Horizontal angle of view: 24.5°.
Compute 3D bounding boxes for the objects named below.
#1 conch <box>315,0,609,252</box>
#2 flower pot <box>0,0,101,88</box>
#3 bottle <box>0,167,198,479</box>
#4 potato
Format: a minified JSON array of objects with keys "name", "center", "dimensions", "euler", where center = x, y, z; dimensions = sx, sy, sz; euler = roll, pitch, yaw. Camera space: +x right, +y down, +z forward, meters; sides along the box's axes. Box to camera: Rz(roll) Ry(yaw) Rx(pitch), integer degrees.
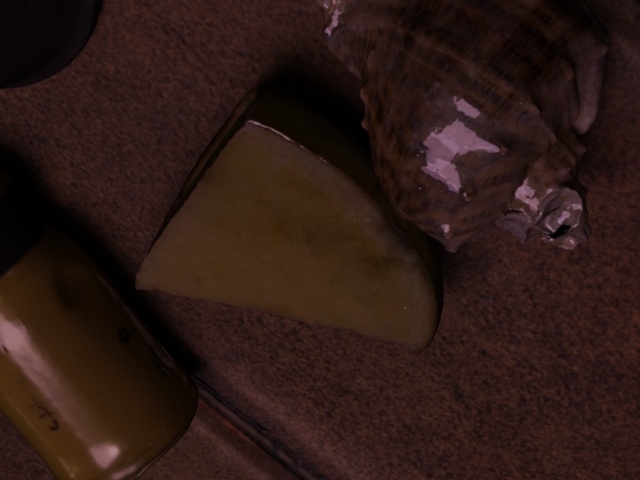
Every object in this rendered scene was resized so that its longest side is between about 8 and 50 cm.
[{"name":"conch","center":[0.113,-0.103,1.163],"dimensions":[0.291,0.159,0.210],"euler":[39,131,-9]},{"name":"flower pot","center":[-0.338,-0.209,1.253],"dimensions":[0.269,0.166,0.269],"euler":[10,131,12]},{"name":"bottle","center":[-0.282,0.073,1.451],"dimensions":[0.171,0.171,0.351],"euler":[-21,114,33]},{"name":"potato","center":[0.000,0.000,1.322],"dimensions":[0.255,0.112,0.269],"euler":[32,137,-9]}]
